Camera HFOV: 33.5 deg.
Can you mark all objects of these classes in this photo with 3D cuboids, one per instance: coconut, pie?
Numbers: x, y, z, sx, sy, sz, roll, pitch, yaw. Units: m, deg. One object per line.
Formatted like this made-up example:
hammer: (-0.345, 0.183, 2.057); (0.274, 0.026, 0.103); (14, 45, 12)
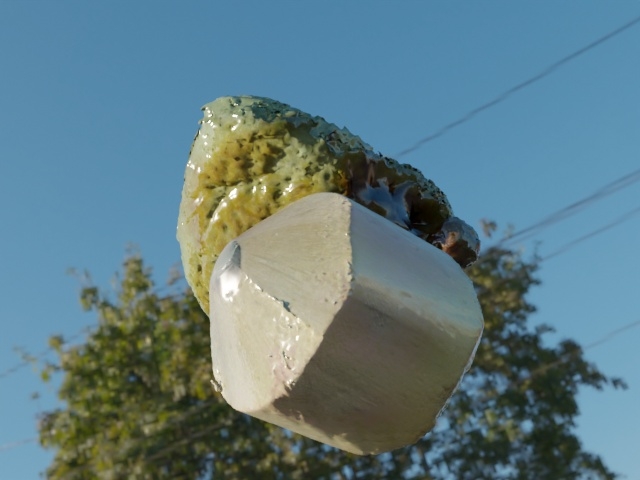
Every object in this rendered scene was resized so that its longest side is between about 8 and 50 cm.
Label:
coconut: (0.006, 0.074, 1.027); (0.244, 0.239, 0.239); (28, -47, -21)
pie: (-0.025, -0.003, 1.505); (0.418, 0.180, 0.395); (31, -53, -4)
